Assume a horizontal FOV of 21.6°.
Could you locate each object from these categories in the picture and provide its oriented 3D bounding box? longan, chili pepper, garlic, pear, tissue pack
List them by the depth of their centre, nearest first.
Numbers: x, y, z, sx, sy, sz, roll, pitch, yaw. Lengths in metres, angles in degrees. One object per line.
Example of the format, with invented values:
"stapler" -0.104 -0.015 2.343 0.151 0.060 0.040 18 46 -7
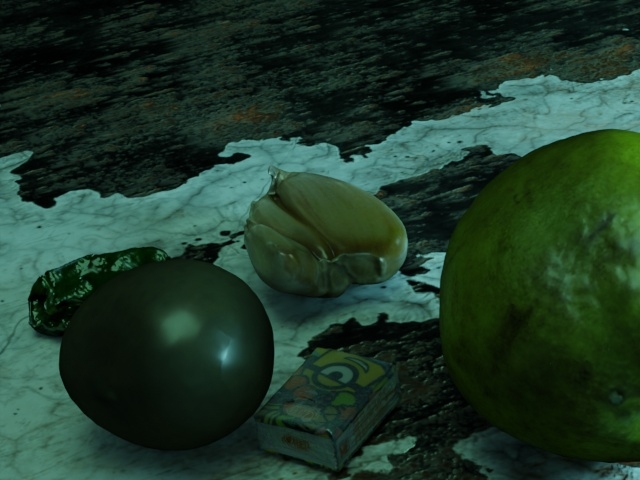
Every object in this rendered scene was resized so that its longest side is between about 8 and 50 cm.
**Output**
"pear" 0.301 0.065 1.783 0.352 0.352 0.413 -10 32 -6
"longan" -0.164 0.127 1.870 0.246 0.215 0.246 -35 7 5
"tissue pack" 0.009 0.189 1.887 0.109 0.060 0.148 10 34 30
"chili pepper" -0.279 0.062 2.174 0.216 0.062 0.108 -29 43 -35
"garlic" 0.000 0.000 2.185 0.217 0.110 0.228 -5 38 -21
